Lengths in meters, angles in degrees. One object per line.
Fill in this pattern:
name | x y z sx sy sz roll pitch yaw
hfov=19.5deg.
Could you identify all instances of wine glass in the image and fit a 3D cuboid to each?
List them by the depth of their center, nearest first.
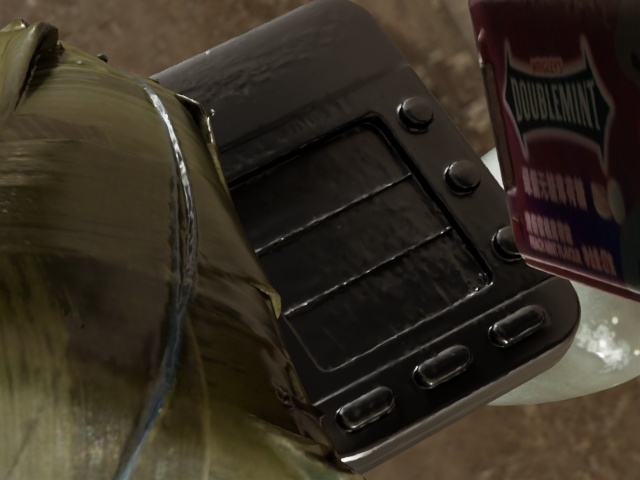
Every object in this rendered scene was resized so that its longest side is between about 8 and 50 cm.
wine glass | 0.235 -0.005 1.530 0.238 0.323 0.238 44 31 -35

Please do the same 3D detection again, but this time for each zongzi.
zongzi | -0.140 -0.003 0.578 0.274 0.125 0.251 20 27 -32

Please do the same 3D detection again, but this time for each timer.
timer | 0.000 0.000 0.757 0.144 0.055 0.187 -26 67 -20

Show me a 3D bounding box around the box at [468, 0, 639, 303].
box | 0.111 -0.038 0.571 0.069 0.224 0.120 -13 96 -10
